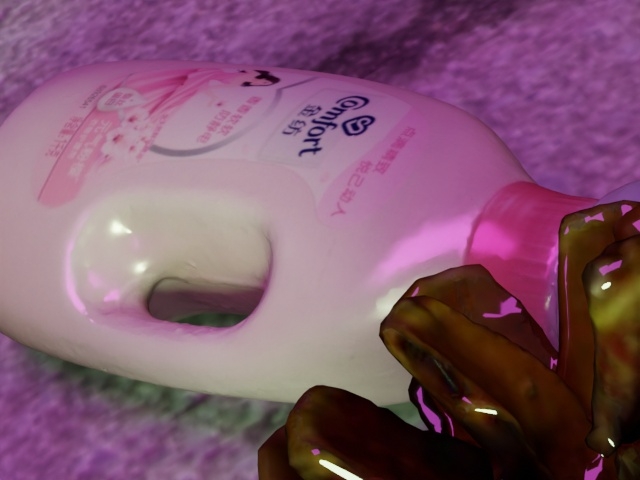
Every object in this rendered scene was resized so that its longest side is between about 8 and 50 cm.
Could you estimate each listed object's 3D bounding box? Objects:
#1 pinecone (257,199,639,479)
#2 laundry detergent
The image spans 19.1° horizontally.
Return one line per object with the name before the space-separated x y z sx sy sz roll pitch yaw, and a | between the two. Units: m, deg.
pinecone | 0.091 0.108 0.471 0.264 0.264 0.264 -17 41 16
laundry detergent | 0.000 0.000 0.762 0.335 0.088 0.159 11 59 39
